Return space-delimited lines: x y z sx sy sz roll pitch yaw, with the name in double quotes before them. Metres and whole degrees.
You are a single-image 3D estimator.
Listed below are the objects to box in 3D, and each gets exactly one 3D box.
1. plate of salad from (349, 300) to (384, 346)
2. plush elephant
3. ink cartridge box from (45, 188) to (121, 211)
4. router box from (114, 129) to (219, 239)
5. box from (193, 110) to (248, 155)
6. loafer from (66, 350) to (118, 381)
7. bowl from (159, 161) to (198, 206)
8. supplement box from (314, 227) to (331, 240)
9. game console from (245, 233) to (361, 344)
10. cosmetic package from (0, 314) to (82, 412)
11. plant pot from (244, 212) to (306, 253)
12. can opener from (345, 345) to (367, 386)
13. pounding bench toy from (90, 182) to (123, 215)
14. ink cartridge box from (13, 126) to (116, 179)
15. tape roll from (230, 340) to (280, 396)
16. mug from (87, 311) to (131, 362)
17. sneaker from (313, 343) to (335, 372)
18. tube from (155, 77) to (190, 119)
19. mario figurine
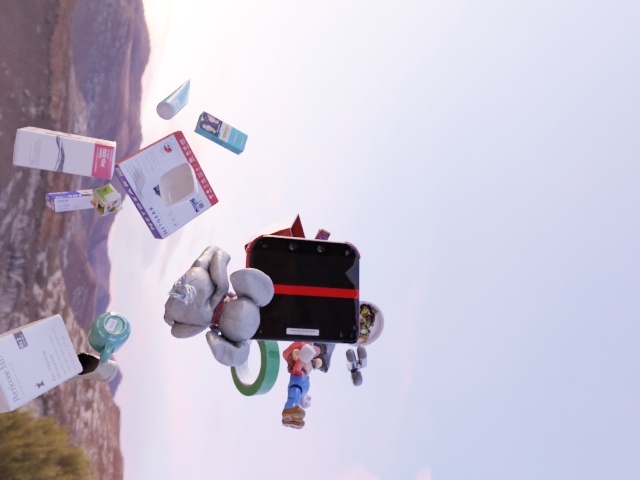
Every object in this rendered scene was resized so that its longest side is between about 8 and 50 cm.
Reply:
"plate of salad" 0.166 0.342 1.920 0.048 0.199 0.200 -127 -130 -75
"plush elephant" -0.266 0.179 1.274 0.272 0.255 0.330 -59 -173 -7
"ink cartridge box" -0.788 -0.138 1.583 0.097 0.207 0.046 20 -66 43
"router box" -0.609 -0.222 1.899 0.082 0.301 0.336 4 -53 46
"box" -0.472 -0.512 2.267 0.060 0.244 0.101 -19 -127 51
"loafer" -0.838 0.430 1.645 0.092 0.268 0.102 75 16 -51
"bowl" -0.500 -0.191 1.691 0.142 0.053 0.142 -24 -115 12
"supplement box" 0.000 0.000 1.770 0.083 0.043 0.055 -64 -170 -5
"game console" -0.055 0.157 1.543 0.060 0.385 0.343 138 -44 -74
"cosmetic package" -0.685 0.280 1.072 0.151 0.183 0.152 -17 -83 26
"plant pot" -0.193 0.054 2.131 0.267 0.235 0.268 -74 151 -71
"can opener" 0.129 0.421 1.600 0.280 0.074 0.093 79 -7 -61
"pounding bench toy" -0.564 -0.095 1.264 0.083 0.052 0.065 49 -42 6
"ink cartridge box" -0.649 -0.226 1.223 0.158 0.217 0.092 -146 -116 -64
"tape roll" -0.307 0.549 2.189 0.321 0.077 0.322 -12 -106 49
"mug" -0.713 0.321 1.626 0.097 0.129 0.158 -46 -109 36
"sneaker" 0.024 0.482 2.098 0.109 0.130 0.286 29 -40 18
"tube" -0.417 -0.411 1.389 0.207 0.052 0.080 -79 -168 -57
"mario figurine" -0.051 0.499 1.709 0.198 0.170 0.321 -36 -146 40
